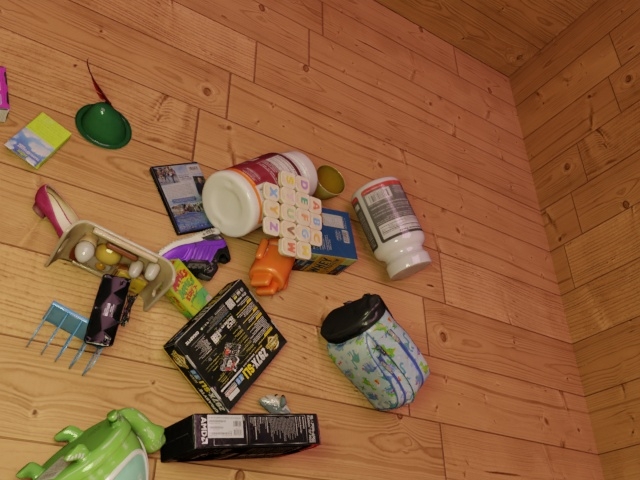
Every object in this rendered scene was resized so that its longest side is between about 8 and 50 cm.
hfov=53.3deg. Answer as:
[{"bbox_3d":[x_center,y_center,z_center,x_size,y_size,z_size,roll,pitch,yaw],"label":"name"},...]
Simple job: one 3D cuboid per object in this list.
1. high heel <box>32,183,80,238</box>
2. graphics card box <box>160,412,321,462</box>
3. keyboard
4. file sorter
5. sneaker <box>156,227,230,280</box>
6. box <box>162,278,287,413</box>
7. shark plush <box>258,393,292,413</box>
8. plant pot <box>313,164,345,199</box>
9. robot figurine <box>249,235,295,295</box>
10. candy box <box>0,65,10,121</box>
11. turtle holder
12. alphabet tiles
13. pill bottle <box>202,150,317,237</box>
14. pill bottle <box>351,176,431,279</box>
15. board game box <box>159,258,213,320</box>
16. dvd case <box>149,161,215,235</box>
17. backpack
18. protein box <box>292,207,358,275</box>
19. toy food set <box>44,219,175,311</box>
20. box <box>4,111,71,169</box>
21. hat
[{"bbox_3d":[-0.695,-0.053,1.787,0.244,0.117,0.082,46,45,-4],"label":"high heel"},{"bbox_3d":[-0.213,0.526,1.703,0.370,0.232,0.094,8,62,-33],"label":"graphics card box"},{"bbox_3d":[-0.536,0.186,1.645,0.100,0.038,0.192,15,64,-13],"label":"keyboard"},{"bbox_3d":[-0.643,0.255,1.632,0.170,0.118,0.105,33,51,-16],"label":"file sorter"},{"bbox_3d":[-0.388,0.066,1.958,0.293,0.102,0.146,-26,81,-44],"label":"sneaker"},{"bbox_3d":[-0.271,0.305,1.879,0.257,0.079,0.322,56,44,-13],"label":"box"},{"bbox_3d":[-0.123,0.531,1.919,0.067,0.073,0.161,-30,104,-25],"label":"shark plush"},{"bbox_3d":[0.015,-0.210,2.450,0.134,0.095,0.134,19,53,-27],"label":"plant pot"},{"bbox_3d":[-0.157,0.083,2.110,0.158,0.128,0.219,31,49,-10],"label":"robot figurine"},{"bbox_3d":[-1.021,-0.431,1.814,0.233,0.071,0.159,2,62,-37],"label":"candy box"},{"bbox_3d":[-0.516,0.538,1.496,0.228,0.243,0.320,61,4,-10],"label":"turtle holder"},{"bbox_3d":[-0.084,-0.082,2.077,0.278,0.021,0.284,16,67,-48],"label":"alphabet tiles"},{"bbox_3d":[-0.193,-0.173,2.166,0.224,0.224,0.392,54,39,4],"label":"pill bottle"},{"bbox_3d":[0.276,-0.045,2.464,0.210,0.210,0.363,-8,68,-40],"label":"pill bottle"},{"bbox_3d":[-0.399,0.149,1.876,0.181,0.043,0.092,56,45,-34],"label":"board game box"},{"bbox_3d":[-0.440,-0.142,2.109,0.180,0.022,0.253,-13,72,-41],"label":"dvd case"},{"bbox_3d":[0.191,0.383,2.101,0.355,0.290,0.273,40,54,-19],"label":"backpack"},{"bbox_3d":[0.000,0.000,2.274,0.201,0.136,0.200,9,58,-34],"label":"protein box"},{"bbox_3d":[-0.569,0.082,1.726,0.306,0.219,0.092,30,48,-20],"label":"toy food set"},{"bbox_3d":[-0.835,-0.291,1.886,0.109,0.042,0.178,37,46,-11],"label":"box"},{"bbox_3d":[-0.664,-0.411,1.996,0.208,0.183,0.173,18,53,-28],"label":"hat"}]
